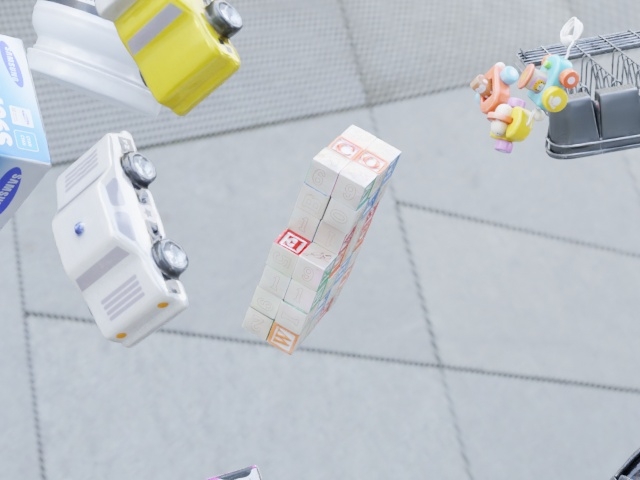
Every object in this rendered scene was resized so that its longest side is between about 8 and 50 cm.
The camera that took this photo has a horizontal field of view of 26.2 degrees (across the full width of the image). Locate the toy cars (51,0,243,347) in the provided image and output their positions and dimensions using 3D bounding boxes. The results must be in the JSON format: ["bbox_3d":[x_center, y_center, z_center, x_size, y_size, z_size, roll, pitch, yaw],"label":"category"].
[{"bbox_3d":[-0.169,-0.108,1.200,0.087,0.176,0.394,13,89,-51],"label":"toy cars"}]

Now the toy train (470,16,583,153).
[{"bbox_3d":[0.202,-0.164,1.425,0.046,0.166,0.125,18,59,-23],"label":"toy train"}]

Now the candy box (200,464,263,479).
[{"bbox_3d":[-0.170,0.279,1.289,0.233,0.159,0.071,-15,80,-15],"label":"candy box"}]

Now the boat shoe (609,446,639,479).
[{"bbox_3d":[0.378,0.312,1.677,0.228,0.076,0.080,-35,43,-31],"label":"boat shoe"}]

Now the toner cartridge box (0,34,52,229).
[{"bbox_3d":[-0.404,-0.044,1.425,0.075,0.348,0.165,8,51,-41],"label":"toner cartridge box"}]

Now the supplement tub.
[{"bbox_3d":[-0.225,-0.301,1.630,0.191,0.191,0.272,21,90,-31],"label":"supplement tub"}]

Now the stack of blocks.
[{"bbox_3d":[0.000,0.000,1.986,0.087,0.297,0.171,30,37,10],"label":"stack of blocks"}]

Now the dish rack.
[{"bbox_3d":[0.335,-0.180,1.571,0.271,0.208,0.074,-101,-178,-68],"label":"dish rack"}]
